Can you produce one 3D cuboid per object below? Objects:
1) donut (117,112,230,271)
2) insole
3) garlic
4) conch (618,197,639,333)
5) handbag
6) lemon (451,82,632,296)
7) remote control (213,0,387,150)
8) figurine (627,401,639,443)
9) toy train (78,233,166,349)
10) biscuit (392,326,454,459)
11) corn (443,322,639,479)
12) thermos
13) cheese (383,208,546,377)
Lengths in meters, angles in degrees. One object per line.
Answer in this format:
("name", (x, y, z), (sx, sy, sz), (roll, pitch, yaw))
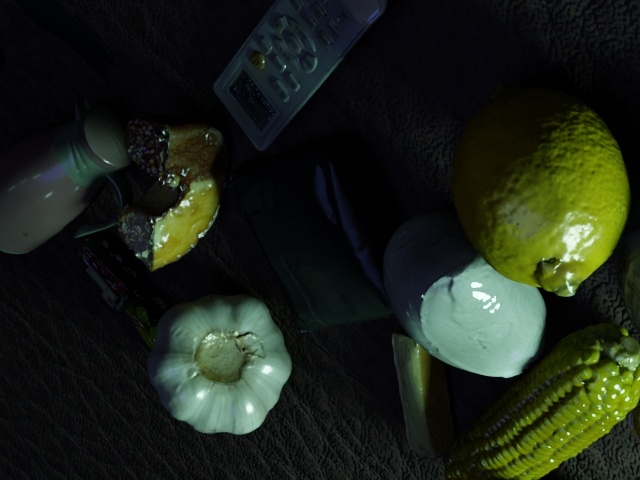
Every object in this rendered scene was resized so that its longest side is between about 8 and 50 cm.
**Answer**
("donut", (-0.197, -0.078, 1.972), (0.085, 0.141, 0.217), (31, 123, 31))
("insole", (-0.352, -0.295, 2.046), (0.188, 0.004, 0.064), (41, 134, 10))
("garlic", (-0.144, 0.173, 2.088), (0.199, 0.199, 0.226), (48, 166, 4))
("conch", (0.399, 0.053, 1.576), (0.210, 0.159, 0.291), (21, 129, 25))
("handbag", (0.000, 0.000, 1.904), (0.223, 0.080, 0.247), (-15, 106, 42))
("lemon", (0.233, -0.056, 1.603), (0.188, 0.188, 0.257), (-37, 57, 44))
("remote control", (-0.022, -0.233, 1.803), (0.109, 0.055, 0.313), (53, 139, 7))
("figurine", (0.420, 0.230, 1.711), (0.154, 0.098, 0.082), (16, 129, 26))
("toy train", (-0.263, 0.094, 2.182), (0.250, 0.053, 0.085), (48, 140, 4))
("biscuit", (0.131, 0.194, 1.943), (0.056, 0.052, 0.188), (21, 129, 47))
("corn", (0.267, 0.215, 1.807), (0.120, 0.120, 0.363), (45, 138, 6))
("thermos", (-0.357, -0.083, 2.089), (0.265, 0.146, 0.176), (-26, 95, 39))
("cheese", (0.158, 0.057, 1.749), (0.198, 0.154, 0.189), (51, -174, -42))
